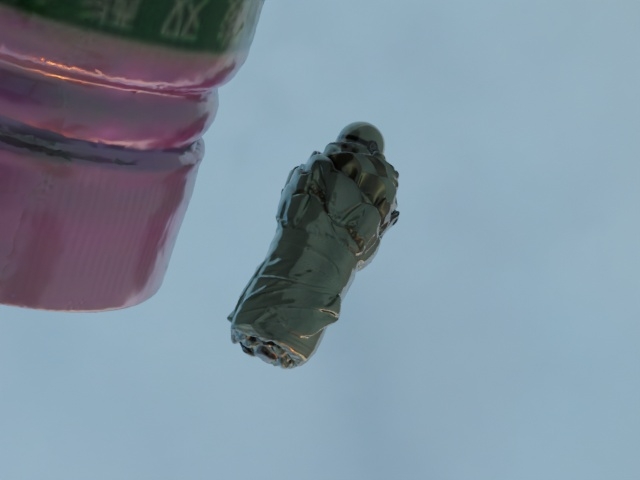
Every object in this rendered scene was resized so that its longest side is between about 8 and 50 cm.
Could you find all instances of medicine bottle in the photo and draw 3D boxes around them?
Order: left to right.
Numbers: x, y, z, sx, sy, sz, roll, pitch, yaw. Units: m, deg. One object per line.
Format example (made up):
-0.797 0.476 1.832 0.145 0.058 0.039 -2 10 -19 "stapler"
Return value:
-0.125 -0.151 0.938 0.212 0.212 0.325 8 -71 -38 "medicine bottle"

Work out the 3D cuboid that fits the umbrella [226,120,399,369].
0.000 0.000 1.023 0.062 0.067 0.143 43 -121 -39 "umbrella"
